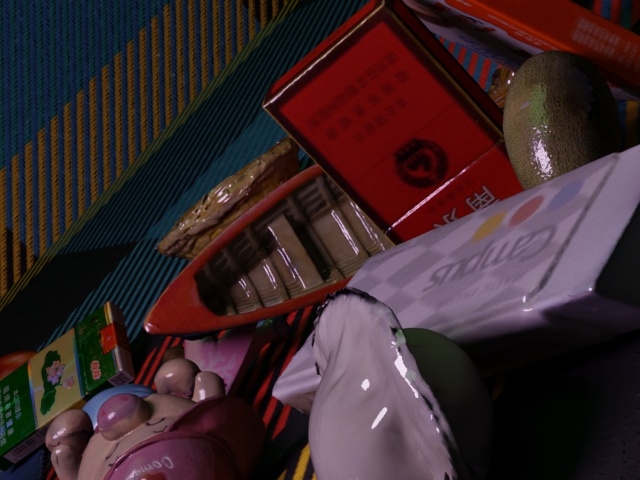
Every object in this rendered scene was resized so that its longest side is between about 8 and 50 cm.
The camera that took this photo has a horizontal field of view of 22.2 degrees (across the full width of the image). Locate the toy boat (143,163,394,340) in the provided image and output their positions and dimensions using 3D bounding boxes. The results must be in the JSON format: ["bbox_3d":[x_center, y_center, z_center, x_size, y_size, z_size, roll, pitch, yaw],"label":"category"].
[{"bbox_3d":[0.000,0.000,1.652,0.392,0.136,0.079,-30,-18,-2],"label":"toy boat"}]

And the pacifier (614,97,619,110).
[{"bbox_3d":[0.224,-0.104,1.479,0.081,0.078,0.099,-55,17,-16],"label":"pacifier"}]

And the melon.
[{"bbox_3d":[0.207,-0.089,1.390,0.099,0.099,0.162,-33,48,38],"label":"melon"}]

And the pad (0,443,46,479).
[{"bbox_3d":[-0.452,0.374,2.102,0.270,0.012,0.269,-42,13,2],"label":"pad"}]

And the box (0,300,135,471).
[{"bbox_3d":[-0.351,0.194,2.168,0.235,0.034,0.132,-35,42,17],"label":"box"}]

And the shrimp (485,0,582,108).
[{"bbox_3d":[0.240,-0.245,1.879,0.117,0.066,0.262,-33,16,37],"label":"shrimp"}]

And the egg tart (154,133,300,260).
[{"bbox_3d":[-0.111,-0.045,2.222,0.252,0.098,0.232,-41,7,-5],"label":"egg tart"}]

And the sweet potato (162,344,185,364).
[{"bbox_3d":[-0.158,0.142,1.910,0.153,0.038,0.041,-11,58,62],"label":"sweet potato"}]

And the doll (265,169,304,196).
[{"bbox_3d":[-0.049,0.016,1.840,0.110,0.107,0.180,16,65,50],"label":"doll"}]

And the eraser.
[{"bbox_3d":[0.142,0.036,1.285,0.397,0.082,0.213,-24,24,53],"label":"eraser"}]

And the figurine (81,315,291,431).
[{"bbox_3d":[-0.151,0.155,1.720,0.260,0.103,0.205,-38,13,-18],"label":"figurine"}]

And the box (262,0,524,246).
[{"bbox_3d":[0.083,-0.094,1.500,0.153,0.240,0.074,-40,16,17],"label":"box"}]

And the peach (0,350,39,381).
[{"bbox_3d":[-0.441,0.225,2.330,0.118,0.151,0.151,10,37,15],"label":"peach"}]

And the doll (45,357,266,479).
[{"bbox_3d":[-0.150,0.201,1.482,0.196,0.152,0.256,-57,18,1],"label":"doll"}]

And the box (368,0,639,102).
[{"bbox_3d":[0.172,-0.206,1.531,0.048,0.273,0.265,-67,14,1],"label":"box"}]

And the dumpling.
[{"bbox_3d":[0.050,0.111,1.146,0.142,0.172,0.247,-27,9,-16],"label":"dumpling"}]
